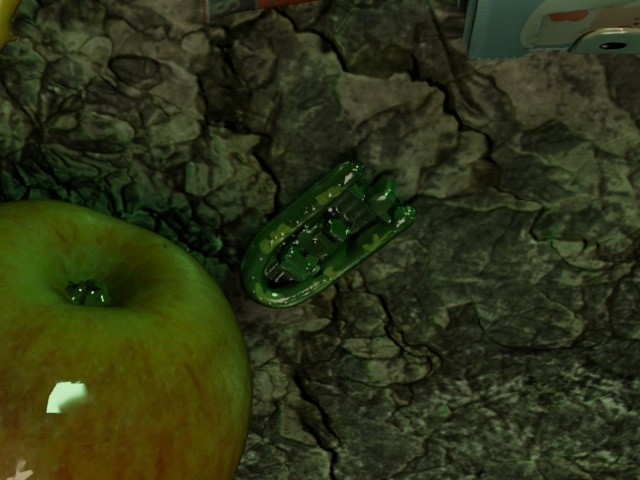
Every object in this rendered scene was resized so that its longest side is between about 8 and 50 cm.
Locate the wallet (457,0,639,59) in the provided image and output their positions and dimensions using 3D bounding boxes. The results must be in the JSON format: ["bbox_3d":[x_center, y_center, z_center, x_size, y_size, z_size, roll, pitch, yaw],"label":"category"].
[{"bbox_3d":[0.236,-0.199,0.715,0.250,0.075,0.176,-2,171,4],"label":"wallet"}]

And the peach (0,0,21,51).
[{"bbox_3d":[-0.347,-0.255,0.682,0.257,0.201,0.362,-15,147,-24],"label":"peach"}]

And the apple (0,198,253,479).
[{"bbox_3d":[-0.250,0.137,0.868,0.400,0.400,0.334,28,100,-18],"label":"apple"}]

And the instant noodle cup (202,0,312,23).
[{"bbox_3d":[-0.026,-0.233,0.712,0.135,0.127,0.127,-4,128,-5],"label":"instant noodle cup"}]

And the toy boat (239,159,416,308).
[{"bbox_3d":[0.000,0.000,0.946,0.104,0.052,0.210,37,120,-26],"label":"toy boat"}]
